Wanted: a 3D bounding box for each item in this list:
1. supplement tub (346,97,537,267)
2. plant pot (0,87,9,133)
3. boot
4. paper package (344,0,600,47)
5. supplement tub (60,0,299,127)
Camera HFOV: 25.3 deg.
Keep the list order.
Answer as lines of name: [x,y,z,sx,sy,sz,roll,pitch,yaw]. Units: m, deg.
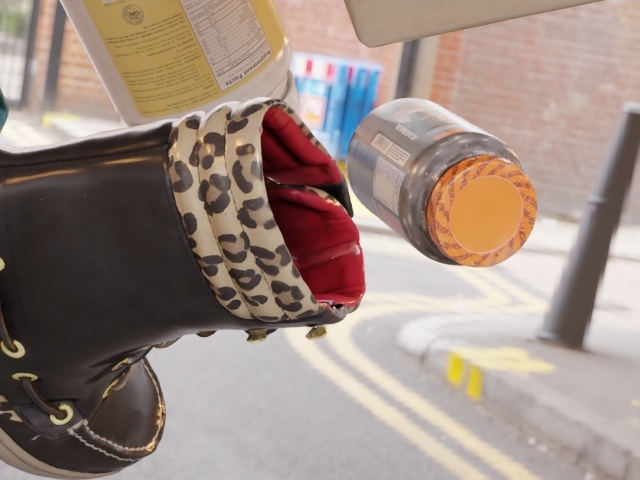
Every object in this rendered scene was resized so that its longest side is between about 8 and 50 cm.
supplement tub: [0.104,-0.049,1.227,0.117,0.117,0.190,6,16,-22]
plant pot: [-0.410,-0.104,1.180,0.234,0.165,0.166,19,-17,2]
boot: [-0.110,0.042,0.943,0.284,0.138,0.377,-9,-37,17]
paper package: [0.134,-0.348,1.112,0.309,0.325,0.168,-9,37,14]
supplement tub: [-0.177,-0.276,1.754,0.241,0.331,0.241,-17,33,11]
